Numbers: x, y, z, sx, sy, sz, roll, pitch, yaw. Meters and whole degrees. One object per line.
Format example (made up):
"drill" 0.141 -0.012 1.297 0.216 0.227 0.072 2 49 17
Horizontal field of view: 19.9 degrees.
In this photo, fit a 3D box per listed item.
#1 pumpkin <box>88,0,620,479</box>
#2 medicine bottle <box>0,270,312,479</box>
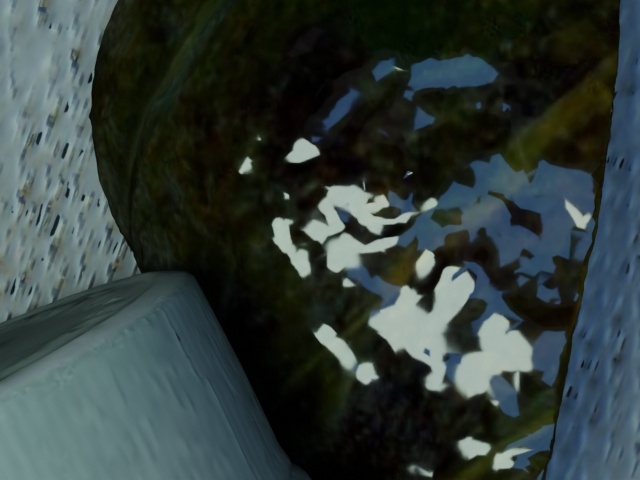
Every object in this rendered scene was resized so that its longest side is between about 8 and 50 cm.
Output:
"pumpkin" 0.000 0.003 0.576 0.163 0.111 0.278 10 97 -4
"medicine bottle" -0.048 0.184 0.542 0.190 0.190 0.332 -29 96 -3
